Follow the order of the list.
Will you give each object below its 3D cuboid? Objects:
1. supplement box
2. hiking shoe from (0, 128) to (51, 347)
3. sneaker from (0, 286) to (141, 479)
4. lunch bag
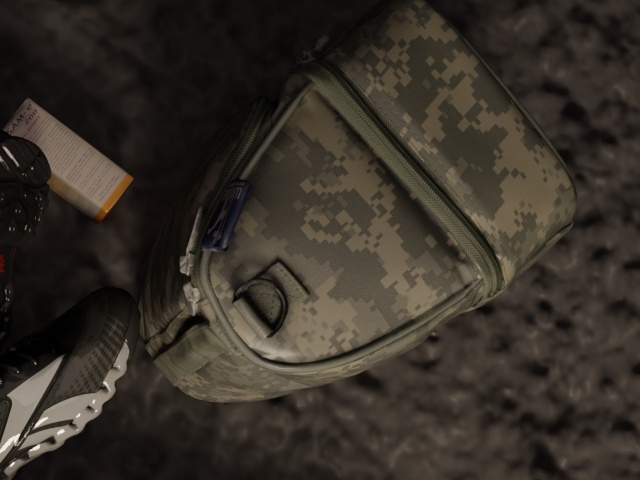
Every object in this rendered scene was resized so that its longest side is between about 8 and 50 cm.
[{"bbox_3d":[-0.192,-0.059,1.248,0.098,0.062,0.036,37,75,-7],"label":"supplement box"},{"bbox_3d":[-0.276,0.017,1.213,0.086,0.114,0.227,20,98,-47],"label":"hiking shoe"},{"bbox_3d":[-0.228,0.111,1.169,0.234,0.078,0.106,-45,132,-4],"label":"sneaker"},{"bbox_3d":[0.000,0.000,1.162,0.256,0.305,0.212,-42,92,-17],"label":"lunch bag"}]
